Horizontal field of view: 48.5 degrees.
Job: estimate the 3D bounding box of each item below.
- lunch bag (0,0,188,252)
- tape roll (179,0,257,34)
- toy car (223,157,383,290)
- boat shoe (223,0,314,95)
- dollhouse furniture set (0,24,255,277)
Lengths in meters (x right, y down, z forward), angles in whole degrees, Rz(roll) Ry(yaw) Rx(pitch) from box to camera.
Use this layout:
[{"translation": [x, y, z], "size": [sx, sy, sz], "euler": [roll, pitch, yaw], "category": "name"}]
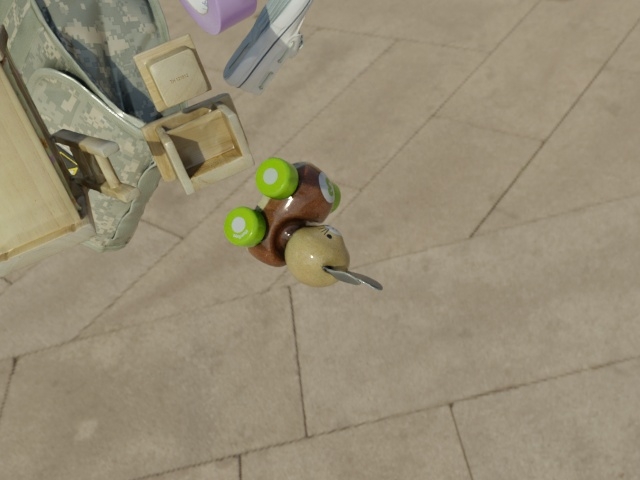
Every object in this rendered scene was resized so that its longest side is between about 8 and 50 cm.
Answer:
[{"translation": [-0.264, -0.152, 0.793], "size": [0.169, 0.235, 0.287], "euler": [-14, 68, -39], "category": "lunch bag"}, {"translation": [-0.236, -0.546, 1.383], "size": [0.090, 0.275, 0.275], "euler": [-34, 44, -15], "category": "tape roll"}, {"translation": [0.000, 0.000, 0.926], "size": [0.188, 0.155, 0.149], "euler": [39, 101, 26], "category": "toy car"}, {"translation": [-0.064, -0.320, 1.115], "size": [0.226, 0.076, 0.083], "euler": [-39, 40, 37], "category": "boat shoe"}, {"translation": [-0.145, -0.105, 0.393], "size": [0.161, 0.182, 0.101], "euler": [-25, 29, -11], "category": "dollhouse furniture set"}]
